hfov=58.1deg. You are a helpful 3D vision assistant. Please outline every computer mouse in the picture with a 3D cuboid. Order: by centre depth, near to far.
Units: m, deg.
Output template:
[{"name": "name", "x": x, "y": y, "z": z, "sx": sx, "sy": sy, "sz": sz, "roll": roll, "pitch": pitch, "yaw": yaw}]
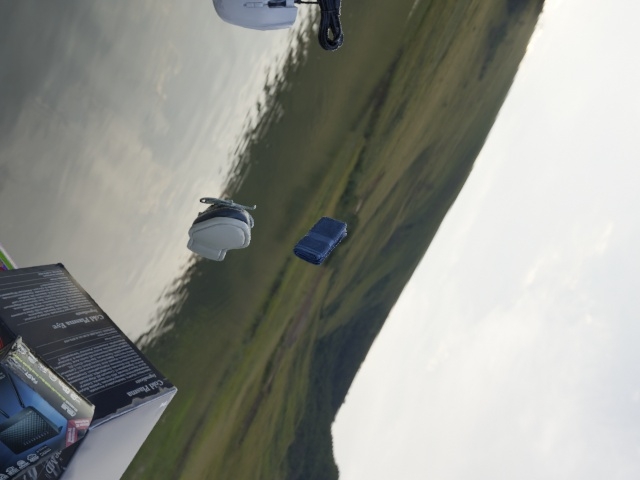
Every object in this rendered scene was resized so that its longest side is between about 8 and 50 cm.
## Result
[{"name": "computer mouse", "x": -0.064, "y": -0.298, "z": 0.729, "sx": 0.042, "sy": 0.192, "sz": 0.106, "roll": -50, "pitch": 143, "yaw": -49}]

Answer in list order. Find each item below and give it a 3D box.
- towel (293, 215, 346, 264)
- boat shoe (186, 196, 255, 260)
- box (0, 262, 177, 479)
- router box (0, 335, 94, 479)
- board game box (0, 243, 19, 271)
[{"name": "towel", "x": 0.000, "y": 0.000, "z": 1.162, "sx": 0.119, "sy": 0.067, "sz": 0.029, "roll": -49, "pitch": 152, "yaw": -39}, {"name": "boat shoe", "x": -0.160, "y": -0.025, "z": 0.936, "sx": 0.254, "sy": 0.095, "sz": 0.079, "roll": 143, "pitch": -34, "yaw": -70}, {"name": "box", "x": -0.454, "y": 0.269, "z": 0.908, "sx": 0.343, "sy": 0.312, "sz": 0.179, "roll": -56, "pitch": 162, "yaw": 19}, {"name": "router box", "x": -0.265, "y": 0.148, "z": 0.471, "sx": 0.122, "sy": 0.092, "sz": 0.038, "roll": -33, "pitch": -157, "yaw": 7}, {"name": "board game box", "x": -0.827, "y": 0.167, "z": 1.277, "sx": 0.347, "sy": 0.233, "sz": 0.078, "roll": -39, "pitch": 175, "yaw": -17}]
